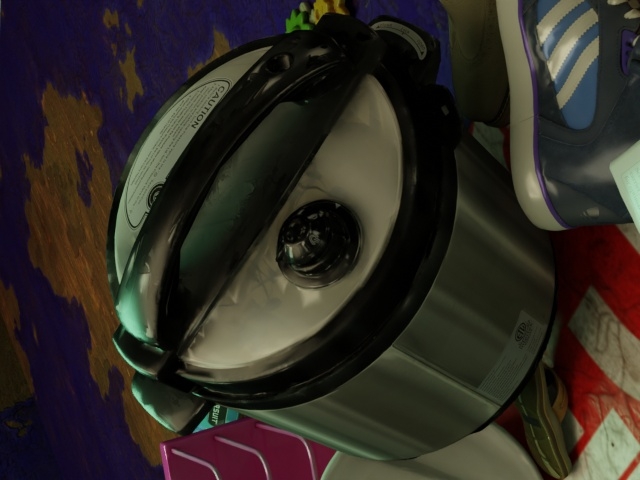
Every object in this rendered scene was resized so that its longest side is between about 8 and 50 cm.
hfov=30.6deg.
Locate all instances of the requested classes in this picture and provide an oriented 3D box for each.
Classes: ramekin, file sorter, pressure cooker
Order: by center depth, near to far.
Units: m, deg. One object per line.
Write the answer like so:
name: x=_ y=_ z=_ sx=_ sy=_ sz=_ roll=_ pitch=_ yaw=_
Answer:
pressure cooker: x=0.005 y=0.001 z=1.142 sx=0.375 sy=0.420 sz=0.370 roll=-16 pitch=63 yaw=27
ramekin: x=0.123 y=0.328 z=1.342 sx=0.127 sy=0.272 sz=0.273 roll=92 pitch=160 yaw=-76
file sorter: x=-0.042 y=0.355 z=1.637 sx=0.182 sy=0.290 sz=0.202 roll=2 pitch=103 yaw=60

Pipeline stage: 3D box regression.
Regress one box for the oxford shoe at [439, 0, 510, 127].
oxford shoe: x=0.122 y=-0.299 z=1.164 sx=0.140 sy=0.146 sz=0.397 roll=-139 pitch=38 yaw=-67

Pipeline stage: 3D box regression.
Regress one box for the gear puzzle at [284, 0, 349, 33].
gear puzzle: x=-0.026 y=-0.224 z=1.629 sx=0.175 sy=0.044 sz=0.339 roll=66 pitch=151 yaw=23

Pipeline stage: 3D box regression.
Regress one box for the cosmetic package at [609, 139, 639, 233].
cosmetic package: x=0.354 y=-0.060 z=0.751 sx=0.225 sy=0.224 sz=0.138 roll=-46 pitch=60 yaw=59

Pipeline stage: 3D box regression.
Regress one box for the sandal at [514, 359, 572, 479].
sandal: x=0.244 y=0.175 z=1.272 sx=0.072 sy=0.049 sz=0.180 roll=21 pitch=134 yaw=66

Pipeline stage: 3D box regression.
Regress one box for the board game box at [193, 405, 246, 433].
board game box: x=-0.119 y=0.135 z=1.751 sx=0.336 sy=0.079 sz=0.254 roll=104 pitch=-177 yaw=-46

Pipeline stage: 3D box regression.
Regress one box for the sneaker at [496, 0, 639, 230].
sneaker: x=0.282 y=-0.171 z=1.003 sx=0.236 sy=0.130 sz=0.323 roll=-13 pitch=68 yaw=40
